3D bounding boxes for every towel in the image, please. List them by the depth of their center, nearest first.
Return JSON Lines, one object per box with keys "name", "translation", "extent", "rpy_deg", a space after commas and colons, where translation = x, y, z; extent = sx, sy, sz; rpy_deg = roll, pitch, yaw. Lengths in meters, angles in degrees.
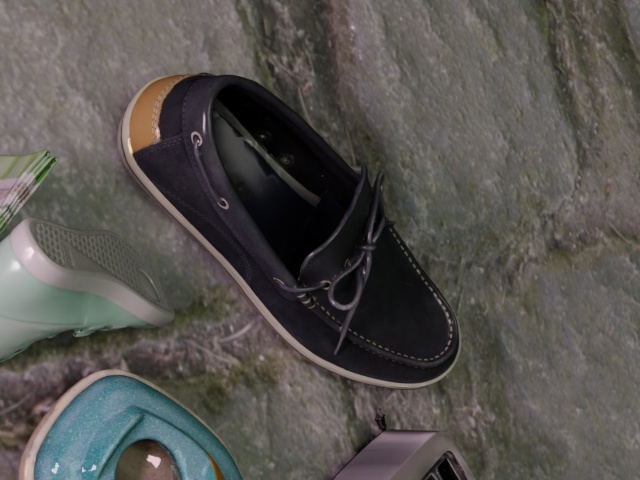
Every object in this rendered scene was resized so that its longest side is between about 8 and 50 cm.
{"name": "towel", "translation": [-0.316, -0.025, 1.050], "extent": [0.023, 0.113, 0.152], "rpy_deg": [55, 52, -34]}

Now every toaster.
{"name": "toaster", "translation": [0.092, 0.311, 1.311], "extent": [0.168, 0.110, 0.185], "rpy_deg": [-40, 106, -37]}

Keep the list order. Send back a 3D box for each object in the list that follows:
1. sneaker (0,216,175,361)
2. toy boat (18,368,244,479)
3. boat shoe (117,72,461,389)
{"name": "sneaker", "translation": [-0.254, 0.062, 1.112], "extent": [0.094, 0.151, 0.256], "rpy_deg": [59, 14, 25]}
{"name": "toy boat", "translation": [-0.183, 0.295, 1.072], "extent": [0.267, 0.148, 0.318], "rpy_deg": [45, 57, -23]}
{"name": "boat shoe", "translation": [0.000, 0.000, 1.271], "extent": [0.500, 0.156, 0.186], "rpy_deg": [44, 56, -25]}
